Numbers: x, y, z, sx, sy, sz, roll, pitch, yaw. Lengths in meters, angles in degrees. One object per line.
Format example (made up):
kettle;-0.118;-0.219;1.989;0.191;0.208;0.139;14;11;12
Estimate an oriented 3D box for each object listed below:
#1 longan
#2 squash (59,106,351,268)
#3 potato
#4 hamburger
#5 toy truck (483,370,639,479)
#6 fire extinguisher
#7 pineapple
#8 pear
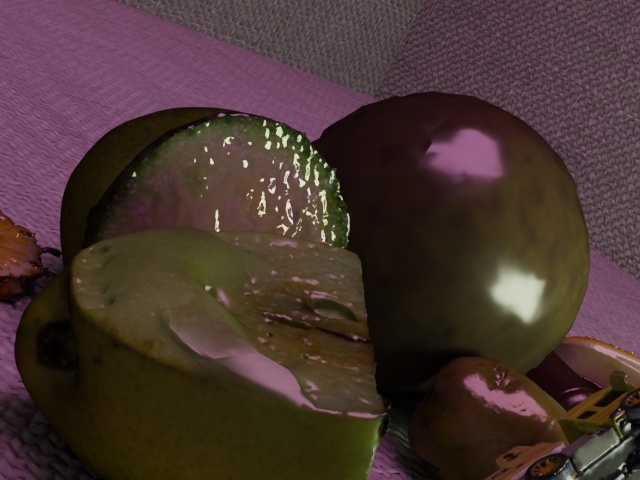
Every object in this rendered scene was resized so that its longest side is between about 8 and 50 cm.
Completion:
longan;0.129;0.004;1.688;0.436;0.404;0.404;17;18;-35
squash;-0.169;-0.040;1.488;0.310;0.310;0.309;19;13;-35
potato;0.202;0.229;1.527;0.200;0.154;0.137;35;13;5
hamburger;0.428;0.223;2.002;0.210;0.173;0.116;29;52;6
toy truck;0.254;0.251;1.369;0.124;0.272;0.157;63;-22;-12
fire extinguisher;0.313;0.210;1.859;0.114;0.135;0.337;9;22;-27
pineapple;-0.386;0.003;1.441;0.221;0.047;0.221;27;17;-9
pear;-0.113;0.125;1.171;0.318;0.238;0.342;14;21;-7
